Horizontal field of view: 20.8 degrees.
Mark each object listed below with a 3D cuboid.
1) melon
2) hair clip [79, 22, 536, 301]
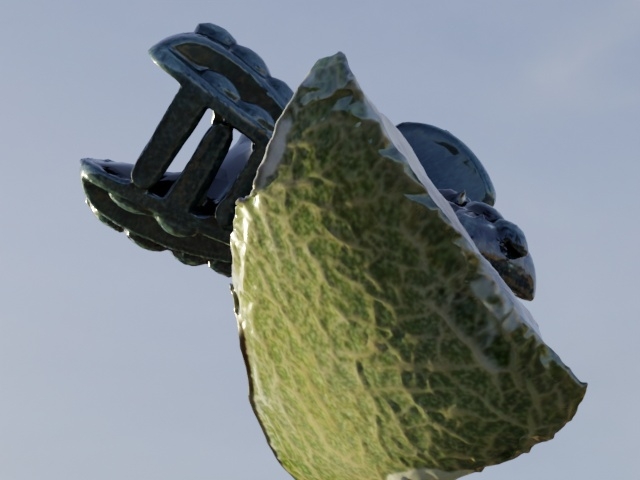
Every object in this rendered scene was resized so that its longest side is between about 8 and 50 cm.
[{"bbox_3d":[0.044,0.027,0.662,0.139,0.093,0.202,25,-45,32],"label":"melon"},{"bbox_3d":[0.000,-0.001,1.129,0.194,0.310,0.206,-57,-28,9],"label":"hair clip"}]
